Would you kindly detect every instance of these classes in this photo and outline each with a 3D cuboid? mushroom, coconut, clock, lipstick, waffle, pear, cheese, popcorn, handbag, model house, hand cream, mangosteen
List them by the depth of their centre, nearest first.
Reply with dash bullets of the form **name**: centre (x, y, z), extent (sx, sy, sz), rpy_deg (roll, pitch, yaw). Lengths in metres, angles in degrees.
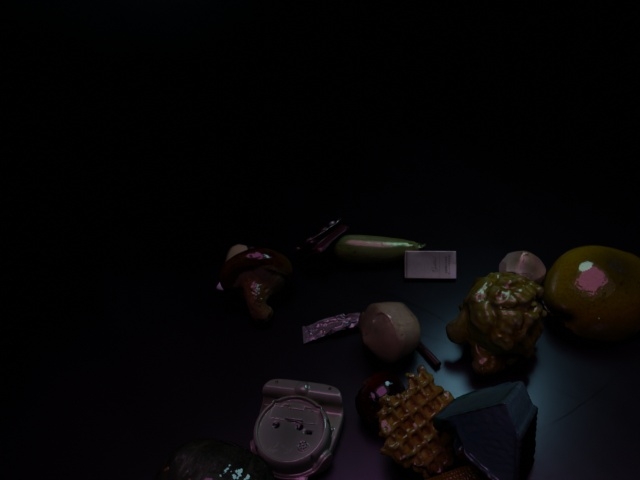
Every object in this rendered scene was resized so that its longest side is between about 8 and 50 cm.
- **model house**: centre (0.480, 0.547, 1.441), extent (0.230, 0.248, 0.280), rpy_deg (-26, -12, 30)
- **waffle**: centre (0.283, 0.519, 1.526), extent (0.281, 0.058, 0.301), rpy_deg (42, 50, -6)
- **clock**: centre (-0.078, 0.579, 1.590), extent (0.265, 0.108, 0.324), rpy_deg (3, 43, 13)
- **mangosteen**: centre (0.199, 0.492, 1.613), extent (0.180, 0.166, 0.166), rpy_deg (33, 52, 9)
- **popcorn**: centre (0.590, 0.250, 1.722), extent (0.274, 0.279, 0.335), rpy_deg (31, 40, 14)
- **pear**: centre (0.955, 0.145, 1.773), extent (0.386, 0.191, 0.340), rpy_deg (-29, 61, -26)
- **coconut**: centre (0.221, 0.303, 1.783), extent (0.224, 0.224, 0.224), rpy_deg (-5, 41, 5)
- **lipstick**: centre (0.348, 0.367, 1.816), extent (0.027, 0.027, 0.176), rpy_deg (-25, 42, -17)
- **coconut**: centre (0.719, 0.118, 1.906), extent (0.171, 0.183, 0.171), rpy_deg (-6, 39, 5)
- **hand cream**: centre (0.057, 0.309, 1.923), extent (0.257, 0.050, 0.084), rpy_deg (-13, 44, 0)
- **mushroom**: centre (-0.229, 0.143, 2.016), extent (0.267, 0.267, 0.254), rpy_deg (-32, 46, -24)
- **handbag**: centre (-0.002, -0.003, 2.183), extent (0.203, 0.074, 0.216), rpy_deg (-37, 3, -27)
- **cheese**: centre (-0.362, 0.115, 2.216), extent (0.127, 0.054, 0.251), rpy_deg (10, 45, 20)

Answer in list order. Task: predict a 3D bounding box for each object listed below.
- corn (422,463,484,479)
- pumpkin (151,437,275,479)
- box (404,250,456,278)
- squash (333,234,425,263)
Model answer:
- **corn**: centre (0.292, 0.686, 1.409), extent (0.310, 0.101, 0.101), rpy_deg (-13, 41, -12)
- **pumpkin**: centre (-0.272, 0.675, 1.390), extent (0.328, 0.291, 0.257), rpy_deg (24, 30, 20)
- **box**: centre (0.424, 0.094, 2.060), extent (0.198, 0.029, 0.109), rpy_deg (0, 84, 10)
- **squash**: centre (0.235, 0.039, 2.146), extent (0.371, 0.118, 0.118), rpy_deg (2, 42, 5)
